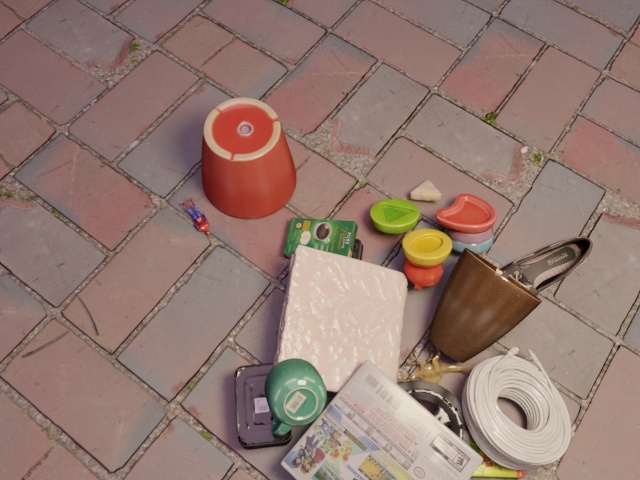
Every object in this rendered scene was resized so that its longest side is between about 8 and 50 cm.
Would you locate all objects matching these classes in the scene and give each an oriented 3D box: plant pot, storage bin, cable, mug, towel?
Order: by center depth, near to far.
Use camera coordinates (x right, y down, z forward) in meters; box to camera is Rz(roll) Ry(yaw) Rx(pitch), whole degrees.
[{"bbox_3d":[-0.050,0.344,1.240,0.129,0.097,0.158,-10,101,-12],"label":"mug"},{"bbox_3d":[0.442,0.388,1.313,0.257,0.089,0.257,-12,59,-30],"label":"cable"},{"bbox_3d":[-0.134,0.385,1.341,0.122,0.084,0.180,-5,65,-5],"label":"storage bin"},{"bbox_3d":[0.369,0.172,1.385,0.215,0.215,0.230,37,100,14],"label":"plant pot"},{"bbox_3d":[0.055,0.203,1.391,0.316,0.053,0.332,16,70,-17],"label":"towel"},{"bbox_3d":[-0.197,-0.229,1.536,0.274,0.243,0.275,1,65,-2],"label":"plant pot"}]

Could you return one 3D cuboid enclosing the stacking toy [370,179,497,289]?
[{"bbox_3d":[0.293,-0.017,1.541,0.309,0.130,0.279,-26,42,-26],"label":"stacking toy"}]

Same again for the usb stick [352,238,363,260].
[{"bbox_3d":[0.060,0.123,1.490,0.077,0.045,0.278,6,65,8],"label":"usb stick"}]

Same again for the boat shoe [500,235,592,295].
[{"bbox_3d":[0.562,0.079,1.499,0.335,0.095,0.112,-27,69,-14],"label":"boat shoe"}]

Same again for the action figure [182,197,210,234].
[{"bbox_3d":[-0.334,-0.062,1.571,0.038,0.030,0.115,-32,75,-9],"label":"action figure"}]

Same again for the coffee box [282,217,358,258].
[{"bbox_3d":[0.000,0.000,1.521,0.184,0.040,0.113,3,64,19],"label":"coffee box"}]

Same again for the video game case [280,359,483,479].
[{"bbox_3d":[0.132,0.480,1.253,0.329,0.036,0.300,39,77,13],"label":"video game case"}]

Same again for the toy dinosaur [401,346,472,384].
[{"bbox_3d":[0.279,0.310,1.418,0.183,0.053,0.093,-12,82,-2],"label":"toy dinosaur"}]

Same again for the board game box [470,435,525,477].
[{"bbox_3d":[0.370,0.497,1.328,0.181,0.043,0.092,2,65,-1],"label":"board game box"}]

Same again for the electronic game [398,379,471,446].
[{"bbox_3d":[0.227,0.435,1.311,0.229,0.048,0.229,-1,70,3],"label":"electronic game"}]
